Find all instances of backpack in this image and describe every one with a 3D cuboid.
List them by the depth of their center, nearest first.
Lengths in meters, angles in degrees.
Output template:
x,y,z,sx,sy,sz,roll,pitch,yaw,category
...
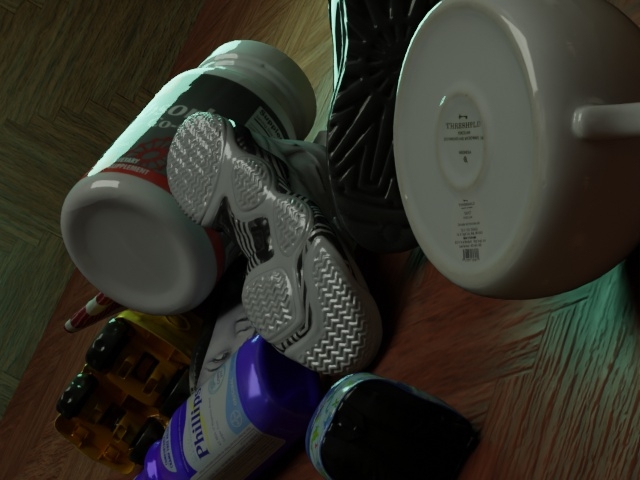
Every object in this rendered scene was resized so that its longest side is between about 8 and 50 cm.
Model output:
x,y,z,sx,sy,sz,roll,pitch,yaw,category
0.048,0.161,1.198,0.105,0.114,0.084,-62,16,-3,backpack

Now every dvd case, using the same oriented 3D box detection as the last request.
x,y,z,sx,sy,sz,roll,pitch,yaw,category
-0.064,0.096,1.737,0.164,0.018,0.221,-24,34,30,dvd case

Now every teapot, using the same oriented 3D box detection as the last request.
x,y,z,sx,sy,sz,roll,pitch,yaw,category
0.184,-0.077,1.101,0.252,0.187,0.256,109,148,-40,teapot

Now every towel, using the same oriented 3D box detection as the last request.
x,y,z,sx,sy,sz,roll,pitch,yaw,category
-0.214,0.046,2.120,0.237,0.037,0.329,-24,-5,-32,towel

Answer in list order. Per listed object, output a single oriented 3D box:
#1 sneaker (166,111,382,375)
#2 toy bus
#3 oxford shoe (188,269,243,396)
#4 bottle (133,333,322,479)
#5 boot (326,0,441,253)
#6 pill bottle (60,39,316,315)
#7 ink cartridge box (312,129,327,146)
x,y,z,sx,sy,sz,roll,pitch,yaw,category
0.000,0.000,1.604,0.366,0.210,0.137,51,121,35,sneaker
-0.240,0.175,2.049,0.220,0.149,0.211,-56,3,25,toy bus
-0.117,0.145,1.838,0.227,0.083,0.096,-77,6,-51,oxford shoe
-0.111,0.215,1.596,0.283,0.092,0.118,-44,39,35,bottle
0.064,-0.189,1.666,0.445,0.146,0.367,-132,44,-82,boot
-0.155,-0.090,1.907,0.210,0.210,0.363,-44,9,45,pill bottle
0.014,-0.068,1.867,0.145,0.045,0.179,-62,24,-7,ink cartridge box
